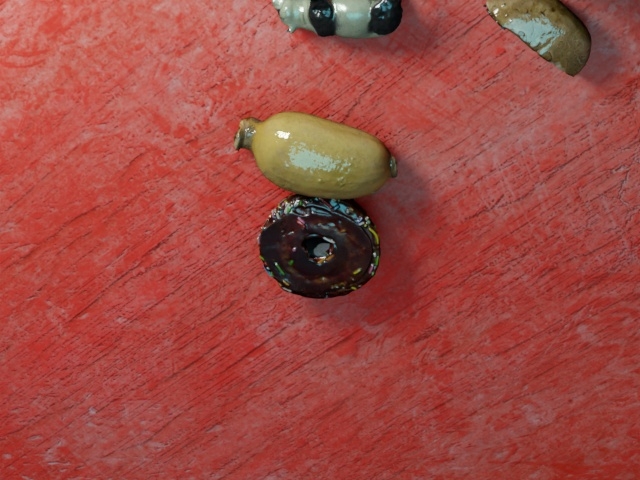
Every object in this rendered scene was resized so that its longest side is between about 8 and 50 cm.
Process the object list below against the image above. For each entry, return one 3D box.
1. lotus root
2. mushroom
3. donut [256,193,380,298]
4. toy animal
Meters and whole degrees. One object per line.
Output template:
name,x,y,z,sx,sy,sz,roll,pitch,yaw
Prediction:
lotus root,-0.008,-0.148,2.113,0.303,0.131,0.146,13,121,-4
mushroom,0.377,-0.357,1.986,0.209,0.072,0.094,37,109,-17
donut,0.000,0.000,2.232,0.235,0.089,0.235,3,123,4
toy animal,0.030,-0.394,1.984,0.225,0.094,0.121,-2,131,4
